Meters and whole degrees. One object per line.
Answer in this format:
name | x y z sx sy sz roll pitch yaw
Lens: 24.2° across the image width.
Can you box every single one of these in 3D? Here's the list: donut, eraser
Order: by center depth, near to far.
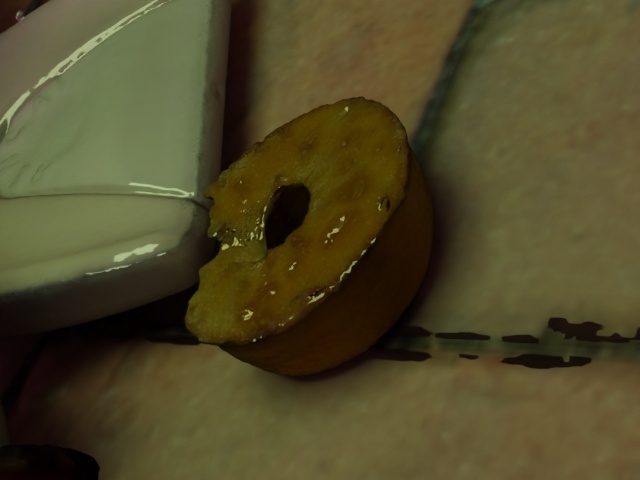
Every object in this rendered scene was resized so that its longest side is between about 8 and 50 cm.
donut | 0.000 0.000 0.532 0.097 0.043 0.108 -18 44 32
eraser | -0.142 -0.020 0.669 0.243 0.059 0.204 -23 43 24

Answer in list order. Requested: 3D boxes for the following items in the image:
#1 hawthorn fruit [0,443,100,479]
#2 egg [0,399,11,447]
hawthorn fruit | -0.082 0.164 0.361 0.189 0.189 0.251 -49 52 -4
egg | -0.205 0.067 0.533 0.176 0.176 0.232 -29 71 21
